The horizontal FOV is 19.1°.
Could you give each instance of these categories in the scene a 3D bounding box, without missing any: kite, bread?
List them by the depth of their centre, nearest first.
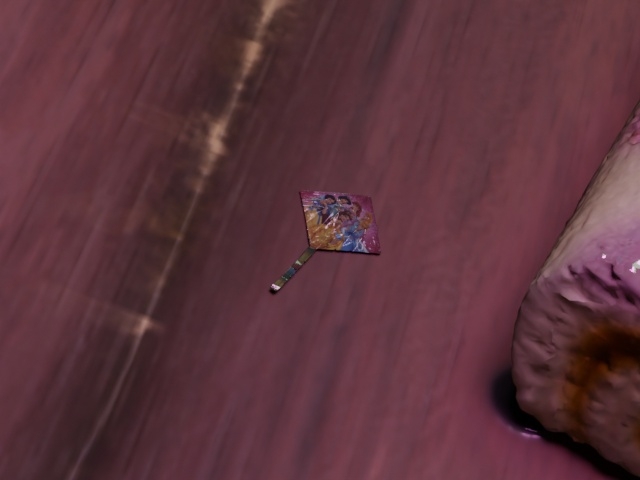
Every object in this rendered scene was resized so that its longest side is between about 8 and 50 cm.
[{"bbox_3d":[0.006,0.003,0.861,0.044,0.002,0.078,21,46,-5],"label":"kite"},{"bbox_3d":[0.226,-0.026,0.870,0.187,0.155,0.338,29,47,9],"label":"bread"}]
